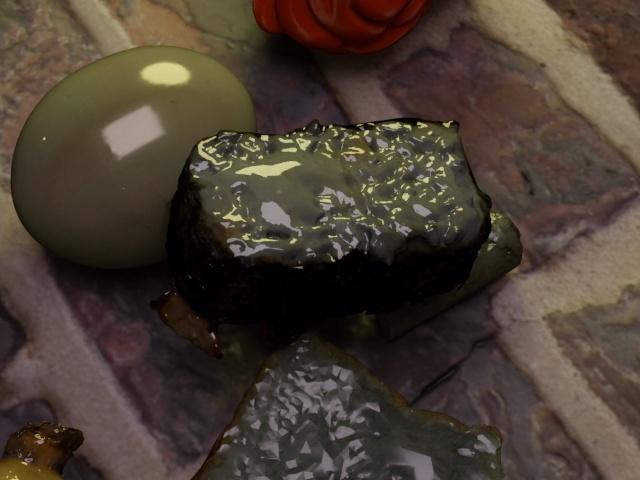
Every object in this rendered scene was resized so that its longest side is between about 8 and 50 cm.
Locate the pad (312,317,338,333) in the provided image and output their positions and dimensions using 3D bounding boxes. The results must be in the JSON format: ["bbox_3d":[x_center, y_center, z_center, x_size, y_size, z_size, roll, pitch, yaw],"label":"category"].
[{"bbox_3d":[-0.027,0.023,1.918,0.188,0.006,0.113,29,61,36],"label":"pad"}]

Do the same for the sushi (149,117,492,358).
[{"bbox_3d":[0.000,0.000,1.764,0.343,0.182,0.196,-9,45,-20],"label":"sushi"}]

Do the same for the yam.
[{"bbox_3d":[0.128,0.034,1.924,0.179,0.078,0.078,-31,67,-17],"label":"yam"}]

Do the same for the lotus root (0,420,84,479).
[{"bbox_3d":[-0.296,0.315,1.695,0.146,0.131,0.303,23,59,-18],"label":"lotus root"}]

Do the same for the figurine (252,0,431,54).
[{"bbox_3d":[0.042,-0.399,2.096,0.306,0.241,0.412,0,50,-15],"label":"figurine"}]

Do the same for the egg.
[{"bbox_3d":[-0.189,-0.085,1.883,0.269,0.219,0.219,-28,66,-7],"label":"egg"}]

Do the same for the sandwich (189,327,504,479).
[{"bbox_3d":[0.042,0.264,1.752,0.325,0.131,0.262,28,60,10],"label":"sandwich"}]
